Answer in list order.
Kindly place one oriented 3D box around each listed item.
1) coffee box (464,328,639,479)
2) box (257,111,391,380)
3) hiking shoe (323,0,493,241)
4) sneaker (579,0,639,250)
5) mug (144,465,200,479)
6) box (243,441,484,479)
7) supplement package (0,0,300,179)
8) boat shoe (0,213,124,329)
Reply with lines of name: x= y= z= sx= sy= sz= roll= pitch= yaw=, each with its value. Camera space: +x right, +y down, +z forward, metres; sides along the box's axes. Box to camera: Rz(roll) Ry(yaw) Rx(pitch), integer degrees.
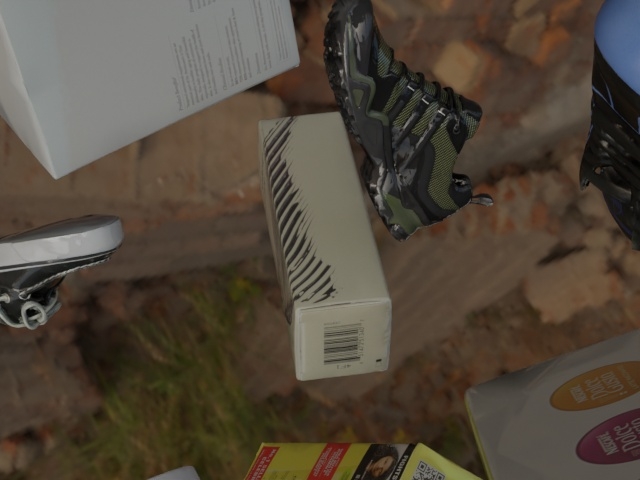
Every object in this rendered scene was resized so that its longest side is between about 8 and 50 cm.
coffee box: x=0.274 y=0.207 z=0.525 sx=0.334 sy=0.338 sz=0.337 roll=-19 pitch=-169 yaw=4
box: x=0.000 y=0.000 z=1.342 sx=0.094 sy=0.275 sz=0.113 roll=-7 pitch=134 yaw=-7
hiking shoe: x=0.076 y=-0.116 z=1.147 sx=0.114 sy=0.086 sz=0.227 roll=-20 pitch=117 yaw=-3
sneaker: x=0.143 y=-0.037 z=0.534 sx=0.090 sy=0.081 sz=0.232 roll=-44 pitch=156 yaw=17
mug: x=-0.165 y=0.440 z=1.486 sx=0.374 sy=0.328 sz=0.276 roll=-33 pitch=168 yaw=32
box: x=0.012 y=0.182 z=0.894 sx=0.087 sy=0.058 sz=0.232 roll=-62 pitch=-161 yaw=-19
supplement package: x=-0.191 y=-0.230 z=1.230 sx=0.262 sy=0.198 sz=0.199 roll=-28 pitch=134 yaw=-19
boat shoe: x=-0.332 y=0.047 z=1.468 sx=0.306 sy=0.105 sz=0.113 roll=-14 pitch=-172 yaw=26
